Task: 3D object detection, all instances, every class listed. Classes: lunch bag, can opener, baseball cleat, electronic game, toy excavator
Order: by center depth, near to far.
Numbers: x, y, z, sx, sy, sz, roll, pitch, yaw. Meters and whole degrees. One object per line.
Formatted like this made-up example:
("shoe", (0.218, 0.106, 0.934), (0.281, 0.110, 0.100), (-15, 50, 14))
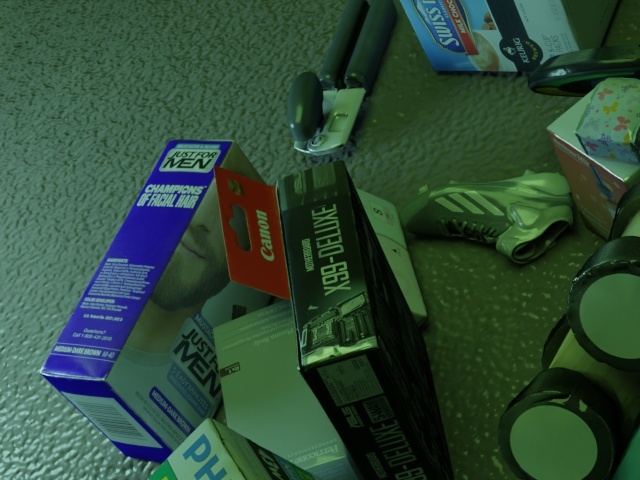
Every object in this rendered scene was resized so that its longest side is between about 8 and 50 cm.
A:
("toy excavator", (0.441, 0.099, 1.241), (0.445, 0.433, 0.222), (28, 28, 10))
("lunch bag", (0.304, -0.123, 1.419), (0.071, 0.053, 0.083), (12, 68, 38))
("electronic game", (0.347, -0.183, 1.595), (0.229, 0.229, 0.048), (-2, 88, 27))
("baseball cleat", (0.186, -0.021, 1.627), (0.206, 0.072, 0.109), (-14, 53, 22))
("can opener", (0.027, -0.232, 1.878), (0.076, 0.095, 0.283), (0, 53, 27))

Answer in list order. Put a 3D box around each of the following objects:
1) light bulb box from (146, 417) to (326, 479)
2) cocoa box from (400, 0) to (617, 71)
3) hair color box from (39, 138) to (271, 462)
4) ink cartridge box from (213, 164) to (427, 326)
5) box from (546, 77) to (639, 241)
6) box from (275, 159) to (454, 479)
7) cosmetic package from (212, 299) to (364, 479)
("light bulb box", (-0.083, 0.418, 1.226), (0.361, 0.225, 0.358), (-46, 44, 7))
("cocoa box", (0.258, -0.411, 1.811), (0.228, 0.231, 0.347), (5, 54, 32))
("hair color box", (-0.163, 0.067, 1.653), (0.110, 0.185, 0.339), (2, 54, 34))
("ink cartridge box", (0.000, 0.000, 1.604), (0.066, 0.232, 0.189), (-44, 38, 29))
("box", (0.332, -0.064, 1.512), (0.091, 0.170, 0.130), (-39, 44, -7))
("box", (0.050, 0.110, 1.415), (0.077, 0.307, 0.242), (-18, 46, 9))
("cosmetic package", (-0.032, 0.187, 1.541), (0.127, 0.107, 0.238), (-22, 42, 6))
